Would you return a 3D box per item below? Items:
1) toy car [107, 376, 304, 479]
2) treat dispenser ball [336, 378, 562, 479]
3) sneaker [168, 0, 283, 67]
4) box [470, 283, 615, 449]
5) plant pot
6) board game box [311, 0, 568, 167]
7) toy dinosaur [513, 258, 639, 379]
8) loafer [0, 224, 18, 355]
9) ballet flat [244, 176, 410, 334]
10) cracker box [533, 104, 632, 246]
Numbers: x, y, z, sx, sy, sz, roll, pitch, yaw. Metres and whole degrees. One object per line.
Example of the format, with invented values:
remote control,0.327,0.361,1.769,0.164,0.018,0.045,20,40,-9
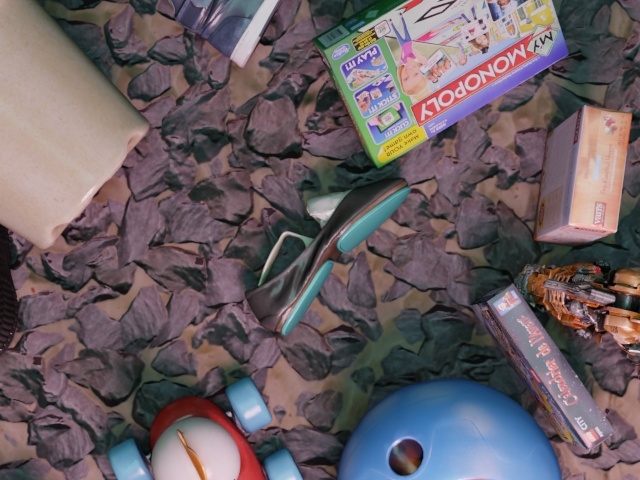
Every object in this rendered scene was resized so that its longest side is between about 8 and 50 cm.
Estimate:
toy car,-0.148,0.304,1.763,0.219,0.238,0.210,-27,87,-4
treat dispenser ball,0.163,0.320,1.749,0.288,0.288,0.288,0,85,-2
sneaker,-0.117,-0.377,1.899,0.163,0.086,0.226,32,86,-2
box,0.293,0.168,1.831,0.044,0.159,0.233,-34,88,-5
plant pot,-0.405,-0.163,1.775,0.305,0.334,0.334,41,85,-9
board game box,0.169,-0.263,1.857,0.317,0.046,0.213,-32,128,-4
toy dinosaur,0.413,0.098,1.805,0.322,0.218,0.164,39,103,42
loafer,-0.465,0.057,1.861,0.078,0.080,0.220,-10,75,20
ballet flat,0.000,0.000,1.871,0.096,0.095,0.280,40,85,14
cracker box,0.344,-0.080,1.817,0.067,0.232,0.156,9,85,-1
